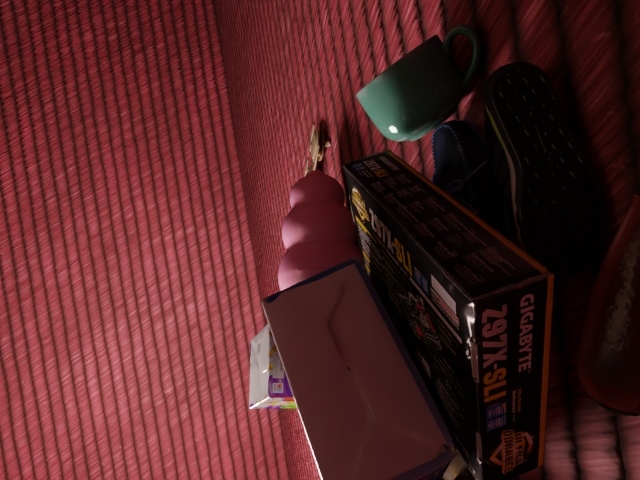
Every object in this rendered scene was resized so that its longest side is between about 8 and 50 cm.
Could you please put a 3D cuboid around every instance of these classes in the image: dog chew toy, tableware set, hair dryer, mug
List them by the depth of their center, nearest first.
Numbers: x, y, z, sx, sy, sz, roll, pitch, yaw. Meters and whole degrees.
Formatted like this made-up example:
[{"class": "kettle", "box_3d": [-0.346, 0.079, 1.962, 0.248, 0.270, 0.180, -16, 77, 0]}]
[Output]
[{"class": "hair dryer", "box_3d": [0.304, 0.096, 0.353, 0.223, 0.080, 0.294, -44, 61, 52]}, {"class": "mug", "box_3d": [0.133, -0.197, 0.630, 0.097, 0.129, 0.157, 54, 157, -9]}, {"class": "dog chew toy", "box_3d": [0.000, 0.000, 1.094, 0.206, 0.206, 0.332, 132, 135, -70]}, {"class": "tableware set", "box_3d": [-0.009, -0.205, 1.280, 0.128, 0.039, 0.194, -100, 17, -49]}]

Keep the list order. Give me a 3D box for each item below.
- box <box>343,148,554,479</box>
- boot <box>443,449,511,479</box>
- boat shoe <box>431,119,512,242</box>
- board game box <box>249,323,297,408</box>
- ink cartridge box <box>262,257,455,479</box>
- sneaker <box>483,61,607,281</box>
[{"class": "box", "box_3d": [0.129, 0.067, 0.554, 0.322, 0.079, 0.257, -121, 16, -58]}, {"class": "boot", "box_3d": [0.209, 0.381, 0.720, 0.219, 0.106, 0.082, 153, 107, -73]}, {"class": "boat shoe", "box_3d": [0.184, -0.034, 0.610, 0.109, 0.089, 0.258, 129, 130, -69]}, {"class": "board game box", "box_3d": [0.006, 0.265, 0.975, 0.144, 0.275, 0.142, 131, 142, -55]}, {"class": "ink cartridge box", "box_3d": [0.058, 0.249, 0.707, 0.395, 0.151, 0.270, 78, 169, -56]}, {"class": "sneaker", "box_3d": [0.229, -0.074, 0.504, 0.097, 0.084, 0.235, 32, -132, -79]}]
